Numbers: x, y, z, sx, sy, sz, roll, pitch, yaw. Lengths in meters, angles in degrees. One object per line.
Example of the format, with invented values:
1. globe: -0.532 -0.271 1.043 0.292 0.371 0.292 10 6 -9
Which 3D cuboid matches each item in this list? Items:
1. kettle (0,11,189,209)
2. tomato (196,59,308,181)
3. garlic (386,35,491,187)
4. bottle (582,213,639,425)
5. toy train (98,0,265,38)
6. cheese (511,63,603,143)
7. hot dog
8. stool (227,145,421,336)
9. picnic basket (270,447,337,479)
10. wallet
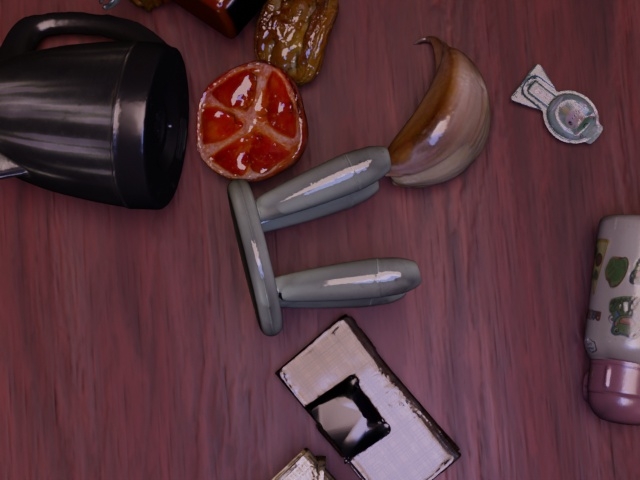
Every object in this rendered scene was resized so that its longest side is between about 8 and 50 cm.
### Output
1. kettle: -0.314 -0.170 1.617 0.271 0.207 0.251 4 90 8
2. tomato: -0.081 -0.145 1.672 0.155 0.069 0.156 -2 85 19
3. garlic: 0.165 -0.156 1.665 0.115 0.128 0.207 29 71 -24
4. bottle: 0.385 0.100 1.623 0.120 0.120 0.253 10 84 1
5. toy train: -0.131 -0.413 1.653 0.231 0.163 0.369 37 84 9
6. cheese: 0.309 -0.170 1.699 0.120 0.026 0.067 37 84 5
7. hot dog: -0.029 -0.272 1.692 0.099 0.065 0.147 17 85 19
8. stool: 0.000 0.000 1.602 0.198 0.195 0.195 -14 83 -7
9. picnic basket: -0.043 0.331 1.595 0.164 0.115 0.079 -43 87 -4
10. wallet: 0.059 0.216 1.647 0.124 0.042 0.230 -39 87 -7
